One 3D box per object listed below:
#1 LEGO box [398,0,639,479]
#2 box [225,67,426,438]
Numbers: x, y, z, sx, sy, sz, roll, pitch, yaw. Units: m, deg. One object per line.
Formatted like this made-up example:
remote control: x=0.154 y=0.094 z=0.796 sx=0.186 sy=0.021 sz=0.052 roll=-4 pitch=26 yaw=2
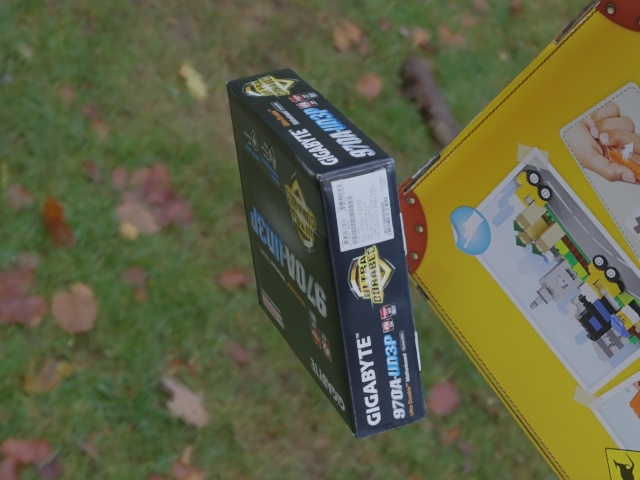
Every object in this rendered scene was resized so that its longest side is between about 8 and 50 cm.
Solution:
LEGO box: x=0.330 y=0.055 z=1.272 sx=0.193 sy=0.372 sz=0.500 roll=-28 pitch=78 yaw=-45
box: x=0.000 y=0.000 z=1.061 sx=0.051 sy=0.175 sz=0.220 roll=-14 pitch=24 yaw=-13
